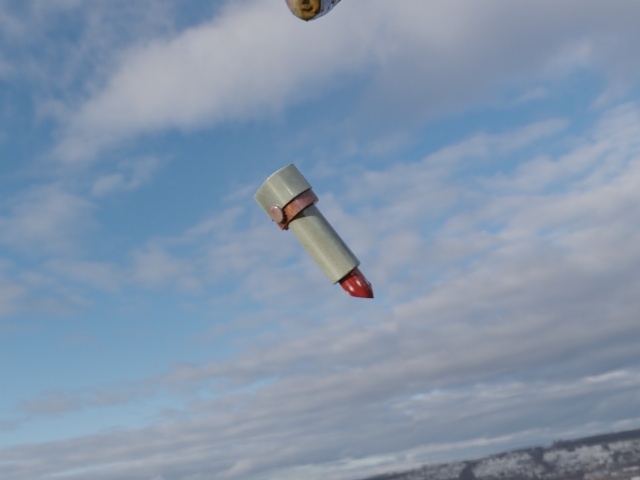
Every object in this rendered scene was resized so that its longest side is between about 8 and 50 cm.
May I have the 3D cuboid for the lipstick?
[{"bbox_3d":[-0.001,0.000,0.864,0.057,0.186,0.063,-34,-8,-39],"label":"lipstick"}]

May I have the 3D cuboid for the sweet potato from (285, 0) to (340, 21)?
[{"bbox_3d":[0.013,-0.257,0.575,0.058,0.255,0.078,3,-27,23],"label":"sweet potato"}]
